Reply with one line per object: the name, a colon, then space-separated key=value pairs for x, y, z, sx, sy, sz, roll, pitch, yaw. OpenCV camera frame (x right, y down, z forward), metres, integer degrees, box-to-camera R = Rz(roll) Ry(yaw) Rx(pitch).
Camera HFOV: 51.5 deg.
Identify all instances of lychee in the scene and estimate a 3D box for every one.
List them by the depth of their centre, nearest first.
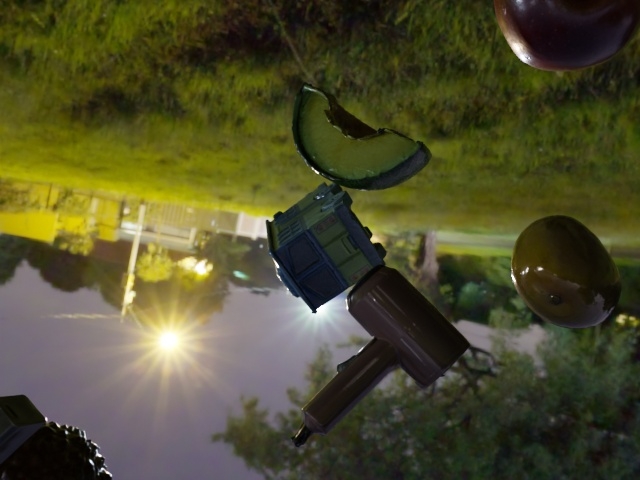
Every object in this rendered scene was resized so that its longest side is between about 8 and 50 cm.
lychee: x=-0.466 y=0.409 z=1.040 sx=0.264 sy=0.264 sz=0.300 roll=12 pitch=180 yaw=-42

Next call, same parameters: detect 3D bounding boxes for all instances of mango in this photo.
mango: x=0.270 y=0.031 z=0.727 sx=0.130 sy=0.092 sz=0.195 roll=53 pitch=-155 yaw=3

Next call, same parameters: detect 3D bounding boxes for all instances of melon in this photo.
melon: x=0.068 y=-0.147 z=1.143 sx=0.265 sy=0.129 sz=0.169 roll=33 pitch=-175 yaw=31

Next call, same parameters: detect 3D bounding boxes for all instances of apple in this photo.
apple: x=0.369 y=-0.359 z=0.979 sx=0.218 sy=0.218 sz=0.201 roll=11 pitch=175 yaw=8

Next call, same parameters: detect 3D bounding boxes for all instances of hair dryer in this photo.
hair dryer: x=0.037 y=0.116 z=0.606 sx=0.117 sy=0.182 sz=0.064 roll=45 pitch=162 yaw=11

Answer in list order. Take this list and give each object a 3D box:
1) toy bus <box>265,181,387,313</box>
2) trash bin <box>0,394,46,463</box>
toy bus: x=0.000 y=0.000 z=1.305 sx=0.152 sy=0.190 sz=0.312 roll=54 pitch=-177 yaw=-14
trash bin: x=-0.350 y=0.212 z=0.705 sx=0.043 sy=0.092 sz=0.061 roll=45 pitch=178 yaw=13
